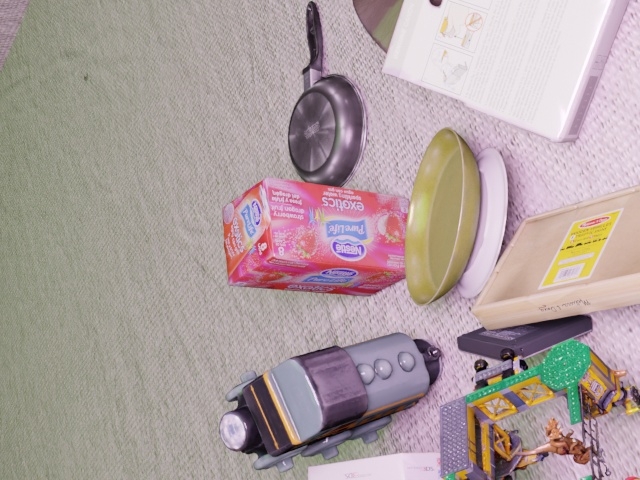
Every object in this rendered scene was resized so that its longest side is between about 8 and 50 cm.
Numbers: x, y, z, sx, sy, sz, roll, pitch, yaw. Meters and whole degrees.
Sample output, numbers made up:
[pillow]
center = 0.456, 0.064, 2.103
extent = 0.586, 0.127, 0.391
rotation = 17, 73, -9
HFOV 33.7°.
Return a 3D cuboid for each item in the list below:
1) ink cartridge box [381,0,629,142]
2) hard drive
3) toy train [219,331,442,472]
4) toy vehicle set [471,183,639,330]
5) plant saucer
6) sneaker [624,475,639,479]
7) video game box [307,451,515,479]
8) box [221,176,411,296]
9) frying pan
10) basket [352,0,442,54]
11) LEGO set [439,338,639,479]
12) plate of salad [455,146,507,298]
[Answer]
[ink cartridge box]
center = 0.240, -0.303, 1.300
extent = 0.261, 0.066, 0.296
rotation = 27, 109, 27
[hard drive]
center = 0.245, 0.111, 1.265
extent = 0.094, 0.135, 0.022
rotation = 7, 110, 55
[toy train]
center = 0.024, 0.206, 1.408
extent = 0.190, 0.334, 0.142
rotation = -35, 71, 39
[toy vehicle set]
center = 0.304, 0.014, 1.192
extent = 0.267, 0.035, 0.166
rotation = -18, 30, 53
[plant saucer]
center = 0.165, -0.030, 1.411
extent = 0.241, 0.037, 0.241
rotation = -172, 90, -79
[sneaker]
center = 0.360, 0.282, 1.104
extent = 0.279, 0.107, 0.118
rotation = -68, 30, 29
[video game box]
center = 0.115, 0.306, 1.378
extent = 0.205, 0.187, 0.048
rotation = -23, 67, 51
[box]
center = 0.000, 0.000, 1.517
extent = 0.128, 0.257, 0.122
rotation = -31, 60, 49
[frying pan]
center = 0.009, -0.239, 1.721
extent = 0.197, 0.053, 0.326
rotation = 7, 95, 54
[basket]
center = 0.171, -0.365, 1.422
extent = 0.227, 0.154, 0.204
rotation = -50, 43, 34
[LEGO set]
center = 0.252, 0.288, 1.110
extent = 0.255, 0.192, 0.331
rotation = -33, 34, 23
[plate of salad]
center = 0.214, -0.022, 1.381
extent = 0.200, 0.048, 0.200
rotation = -172, 90, -78
